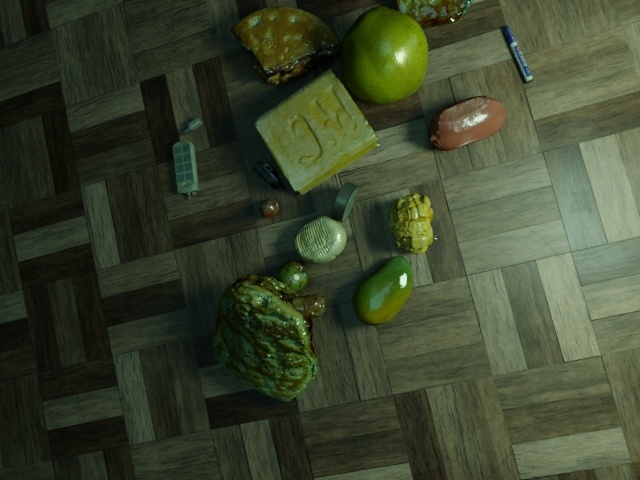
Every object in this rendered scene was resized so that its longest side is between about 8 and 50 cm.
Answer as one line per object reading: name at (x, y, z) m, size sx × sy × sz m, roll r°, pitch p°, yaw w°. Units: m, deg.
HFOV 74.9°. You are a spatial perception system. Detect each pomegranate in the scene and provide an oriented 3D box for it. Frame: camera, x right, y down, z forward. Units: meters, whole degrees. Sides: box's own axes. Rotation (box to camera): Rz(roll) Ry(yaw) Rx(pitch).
pomegranate at (-0.106, 0.133, 1.439) m, size 0.142 × 0.114 × 0.115 m, roll -39°, pitch 81°, yaw 33°

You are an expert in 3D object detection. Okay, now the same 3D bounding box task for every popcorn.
popcorn at (0.294, -0.047, 1.350) m, size 0.140 × 0.163 × 0.194 m, roll 3°, pitch 116°, yaw 33°

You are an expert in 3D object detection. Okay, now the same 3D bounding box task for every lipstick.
lipstick at (-0.492, -0.420, 1.563) m, size 0.107 × 0.025 × 0.025 m, roll -31°, pitch 83°, yaw 13°

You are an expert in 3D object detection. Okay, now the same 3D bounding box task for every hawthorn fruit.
hawthorn fruit at (-0.194, -0.104, 1.489) m, size 0.103 × 0.066 × 0.067 m, roll -37°, pitch 81°, yaw 33°

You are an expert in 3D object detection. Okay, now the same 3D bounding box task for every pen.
pen at (0.653, -0.615, 1.381) m, size 0.025 × 0.025 × 0.204 m, roll -21°, pitch 84°, yaw 8°

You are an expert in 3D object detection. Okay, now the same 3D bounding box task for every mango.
mango at (0.213, 0.168, 1.380) m, size 0.156 × 0.114 × 0.251 m, roll 41°, pitch 82°, yaw 19°

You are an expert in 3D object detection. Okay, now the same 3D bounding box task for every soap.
soap at (-0.013, -0.362, 1.419) m, size 0.334 × 0.156 × 0.294 m, roll -31°, pitch 87°, yaw 8°

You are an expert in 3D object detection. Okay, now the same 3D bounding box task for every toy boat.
toy boat at (-0.177, -0.229, 1.486) m, size 0.141 × 0.055 × 0.060 m, roll 44°, pitch 101°, yaw 9°

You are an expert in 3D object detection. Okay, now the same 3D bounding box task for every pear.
pear at (0.202, -0.578, 1.337) m, size 0.293 × 0.294 × 0.295 m, roll 0°, pitch 87°, yaw 9°

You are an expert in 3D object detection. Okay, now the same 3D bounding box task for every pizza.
pizza at (-0.126, -0.685, 1.470) m, size 0.408 × 0.114 × 0.278 m, roll 7°, pitch 88°, yaw 10°

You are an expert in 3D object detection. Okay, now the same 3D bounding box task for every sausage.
sausage at (0.464, -0.379, 1.346) m, size 0.254 × 0.148 × 0.148 m, roll -27°, pitch 83°, yaw 6°

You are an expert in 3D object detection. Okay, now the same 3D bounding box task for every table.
table at (0.082, -0.127, 1.399) m, size 0.043 × 0.133 × 0.134 m, roll 24°, pitch 91°, yaw 11°

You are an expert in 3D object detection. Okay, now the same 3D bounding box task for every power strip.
power strip at (-0.501, -0.264, 1.554) m, size 0.079 × 0.029 × 0.227 m, roll -9°, pitch 86°, yaw 9°

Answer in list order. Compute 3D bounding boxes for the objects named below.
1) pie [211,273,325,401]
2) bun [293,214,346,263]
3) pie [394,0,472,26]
pie at (-0.190, 0.330, 1.384) m, size 0.394 × 0.180 × 0.419 m, roll 17°, pitch 112°, yaw 14°
bun at (0.000, 0.000, 1.425) m, size 0.188 × 0.111 × 0.164 m, roll -30°, pitch 74°, yaw 17°
pie at (0.390, -0.884, 1.400) m, size 0.288 × 0.103 × 0.355 m, roll 27°, pitch 96°, yaw 9°
